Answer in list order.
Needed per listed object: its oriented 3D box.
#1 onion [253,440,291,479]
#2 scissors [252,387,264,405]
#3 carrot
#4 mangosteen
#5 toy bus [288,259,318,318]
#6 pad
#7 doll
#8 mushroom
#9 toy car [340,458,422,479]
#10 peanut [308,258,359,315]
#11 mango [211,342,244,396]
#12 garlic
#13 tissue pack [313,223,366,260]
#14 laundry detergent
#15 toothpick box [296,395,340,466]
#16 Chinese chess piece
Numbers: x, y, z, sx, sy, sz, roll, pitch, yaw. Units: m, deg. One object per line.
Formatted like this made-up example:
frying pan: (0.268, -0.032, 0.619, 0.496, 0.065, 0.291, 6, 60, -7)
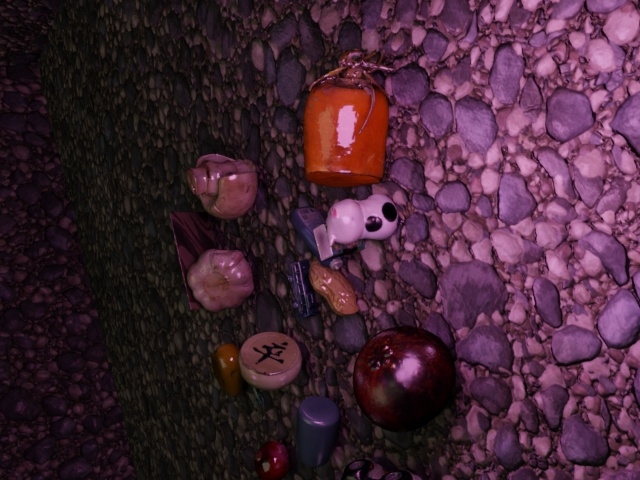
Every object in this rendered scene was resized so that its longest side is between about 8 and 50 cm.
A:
onion: (-0.154, 0.701, 2.132, 0.131, 0.131, 0.131, 19, 113, 51)
scissors: (-0.222, 0.500, 2.265, 0.058, 0.014, 0.119, -40, 70, 50)
carrot: (0.057, -0.267, 1.517, 0.214, 0.193, 0.330, -73, -12, -76)
mangosteen: (0.201, 0.322, 1.489, 0.236, 0.235, 0.261, 11, 150, 53)
toy bus: (-0.049, 0.138, 1.905, 0.065, 0.047, 0.165, -14, 87, 51)
pad: (-0.403, 0.060, 2.253, 0.004, 0.220, 0.330, -15, 86, 26)
doll: (0.092, -0.048, 1.557, 0.107, 0.181, 0.110, -146, 53, -62)
mushroom: (-0.306, -0.153, 2.062, 0.254, 0.195, 0.188, 24, 121, 53)
toy car: (0.179, 0.648, 1.659, 0.301, 0.118, 0.193, -13, 96, 54)
peanut: (0.031, 0.119, 1.750, 0.083, 0.093, 0.194, -50, 52, 16)
mango: (-0.312, 0.448, 2.310, 0.137, 0.098, 0.195, 3, 106, 50)
garlic: (-0.312, 0.112, 2.192, 0.212, 0.219, 0.218, -73, -17, -75)
tissue pack: (0.053, -0.007, 1.666, 0.079, 0.111, 0.085, -26, 77, 52)
laundry detergent: (0.001, -0.001, 1.754, 0.061, 0.097, 0.206, -52, 55, 27)
toothpick box: (-0.011, 0.542, 1.895, 0.120, 0.120, 0.184, 38, 131, 44)
Chinese chess piece: (-0.148, 0.351, 1.973, 0.188, 0.189, 0.083, 42, 143, 41)
